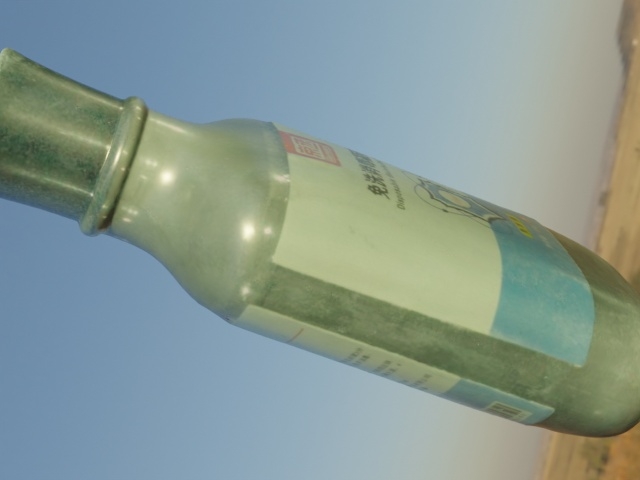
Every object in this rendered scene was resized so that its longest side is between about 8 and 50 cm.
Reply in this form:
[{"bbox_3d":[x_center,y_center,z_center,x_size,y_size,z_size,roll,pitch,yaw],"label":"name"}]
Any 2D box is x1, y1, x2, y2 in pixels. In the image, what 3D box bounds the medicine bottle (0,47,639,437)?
[{"bbox_3d":[0.000,0.000,0.358,0.090,0.209,0.053,-107,40,-66],"label":"medicine bottle"}]
